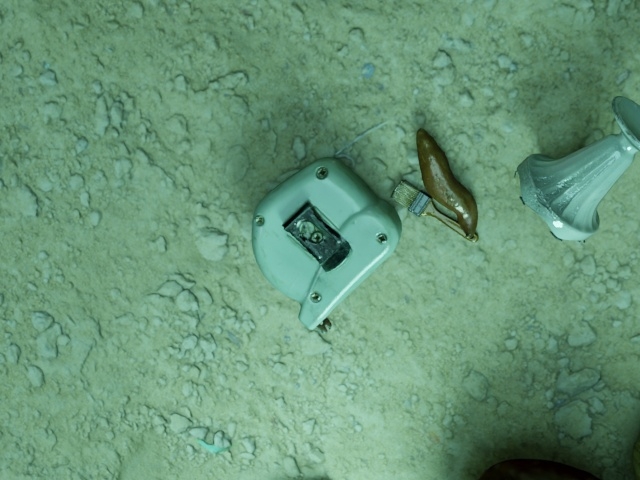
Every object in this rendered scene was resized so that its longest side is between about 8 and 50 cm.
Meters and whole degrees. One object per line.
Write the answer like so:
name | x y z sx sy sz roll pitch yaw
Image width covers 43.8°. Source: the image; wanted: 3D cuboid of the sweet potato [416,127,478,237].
sweet potato | 0.209 -0.096 1.346 0.058 0.055 0.202 -25 101 42

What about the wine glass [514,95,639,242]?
wine glass | 0.424 -0.112 1.224 0.165 0.165 0.196 44 126 -3

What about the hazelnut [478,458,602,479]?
hazelnut | 0.415 0.562 1.295 0.402 0.429 0.402 -14 124 -22

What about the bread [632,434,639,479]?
bread | 0.689 0.332 1.303 0.236 0.183 0.388 38 107 -4

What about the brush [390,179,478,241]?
brush | 0.202 -0.046 1.380 0.170 0.014 0.043 33 109 0

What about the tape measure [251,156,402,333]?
tape measure | 0.001 0.001 1.368 0.246 0.125 0.243 43 106 -3
